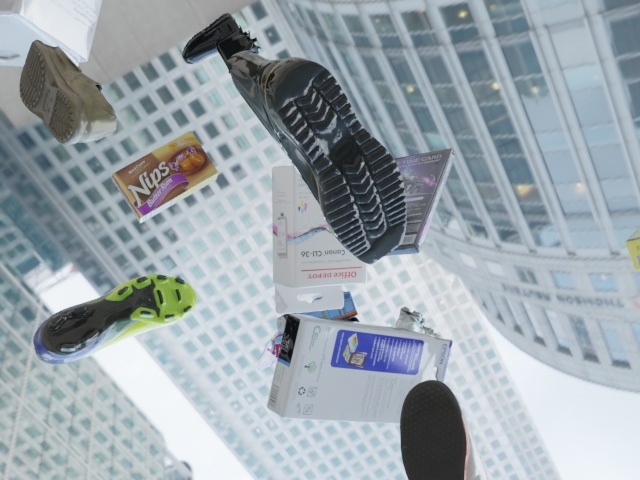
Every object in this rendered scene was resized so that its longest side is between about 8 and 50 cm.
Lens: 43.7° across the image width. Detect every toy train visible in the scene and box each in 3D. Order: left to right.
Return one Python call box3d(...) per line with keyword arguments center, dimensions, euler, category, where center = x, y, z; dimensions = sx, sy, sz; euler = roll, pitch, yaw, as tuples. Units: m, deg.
box3d(center=(-0.007, 0.169, 1.581), dimensions=(0.184, 0.105, 0.080), euler=(-18, 177, -26), category="toy train")

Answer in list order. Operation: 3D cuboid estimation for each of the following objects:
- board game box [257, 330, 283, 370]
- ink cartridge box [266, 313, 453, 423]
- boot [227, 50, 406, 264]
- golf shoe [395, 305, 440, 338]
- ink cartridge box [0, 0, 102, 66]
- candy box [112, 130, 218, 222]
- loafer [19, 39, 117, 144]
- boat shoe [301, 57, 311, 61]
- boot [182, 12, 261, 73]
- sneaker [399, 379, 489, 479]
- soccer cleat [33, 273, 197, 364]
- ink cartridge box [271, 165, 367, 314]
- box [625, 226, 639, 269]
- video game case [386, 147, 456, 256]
box3d(center=(-0.070, 0.238, 1.788), dimensions=(0.033, 0.168, 0.133), euler=(36, -72, 20), category="board game box")
box3d(center=(0.075, 0.226, 1.374), dimensions=(0.065, 0.332, 0.165), euler=(13, -90, 56), category="ink cartridge box")
box3d(center=(-0.003, -0.082, 0.706), dimensions=(0.076, 0.198, 0.137), euler=(-33, -150, -12), category="boot")
box3d(center=(0.207, 0.217, 1.753), dimensions=(0.069, 0.176, 0.086), euler=(16, -110, 44), category="golf shoe")
box3d(center=(-0.468, -0.479, 1.206), dimensions=(0.285, 0.166, 0.395), euler=(5, -101, 22), category="ink cartridge box")
box3d(center=(-0.316, -0.130, 1.628), dimensions=(0.186, 0.109, 0.053), euler=(-32, 176, -19), category="candy box")
box3d(center=(-0.222, -0.126, 0.698), dimensions=(0.148, 0.050, 0.056), euler=(52, -59, 38), category="loafer")
box3d(center=(-0.009, -0.227, 1.669), dimensions=(0.102, 0.301, 0.108), euler=(-32, 170, 39), category="boat shoe")
box3d(center=(-0.165, -0.316, 1.339), dimensions=(0.121, 0.045, 0.099), euler=(-39, -116, 6), category="boot")
box3d(center=(0.180, 0.315, 1.016), dimensions=(0.090, 0.145, 0.270), euler=(-23, -111, 18), category="sneaker")
box3d(center=(-0.344, 0.130, 1.343), dimensions=(0.289, 0.093, 0.121), euler=(-19, 170, -39), category="soccer cleat")
box3d(center=(0.000, 0.000, 1.060), dimensions=(0.115, 0.198, 0.067), euler=(-3, -175, -30), category="ink cartridge box")
box3d(center=(0.632, -0.007, 1.466), dimensions=(0.087, 0.058, 0.232), euler=(-16, -176, 33), category="box")
box3d(center=(0.155, -0.075, 1.644), dimensions=(0.196, 0.026, 0.274), euler=(-7, -136, 38), category="video game case")
